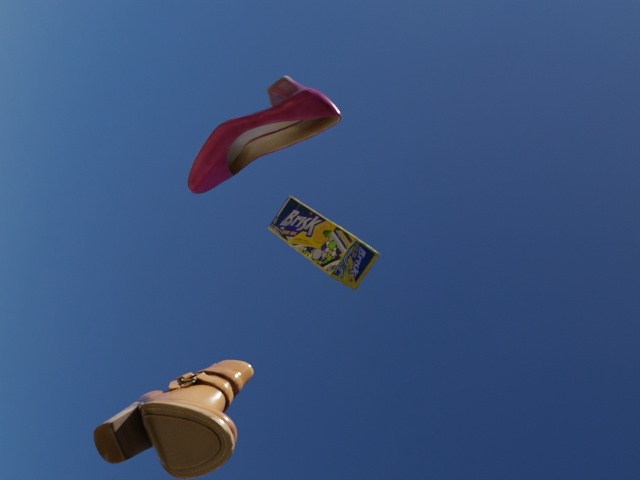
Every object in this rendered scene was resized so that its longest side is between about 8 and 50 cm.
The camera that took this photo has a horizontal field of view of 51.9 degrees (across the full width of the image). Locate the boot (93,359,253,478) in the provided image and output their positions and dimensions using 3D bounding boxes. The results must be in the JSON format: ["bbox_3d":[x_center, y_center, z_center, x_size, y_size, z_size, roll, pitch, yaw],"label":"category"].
[{"bbox_3d":[-0.165,0.244,0.949,0.283,0.220,0.109,-23,-91,41],"label":"boot"}]

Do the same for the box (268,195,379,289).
[{"bbox_3d":[0.000,0.000,0.876,0.059,0.054,0.169,-56,-140,0],"label":"box"}]

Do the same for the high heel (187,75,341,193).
[{"bbox_3d":[-0.084,-0.139,0.984,0.117,0.244,0.082,37,-20,25],"label":"high heel"}]
